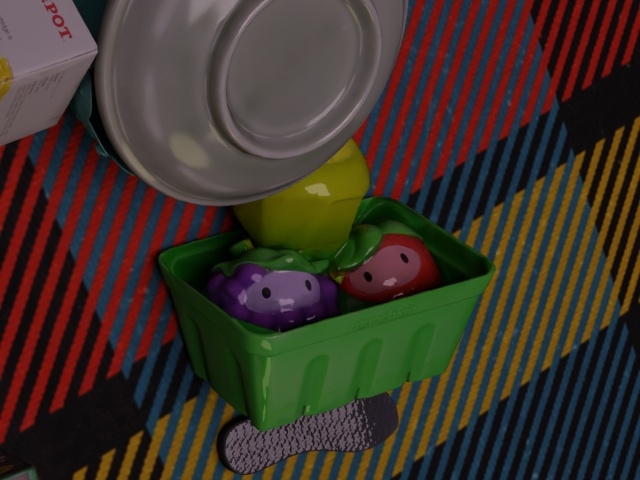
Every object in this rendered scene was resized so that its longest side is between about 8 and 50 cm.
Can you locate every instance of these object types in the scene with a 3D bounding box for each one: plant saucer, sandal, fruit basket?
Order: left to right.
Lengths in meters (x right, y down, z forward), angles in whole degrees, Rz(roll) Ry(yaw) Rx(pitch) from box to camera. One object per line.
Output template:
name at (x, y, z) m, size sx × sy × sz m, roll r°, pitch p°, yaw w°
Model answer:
plant saucer at (-0.046, -0.202, 1.779) m, size 0.400 × 0.100 × 0.400 m, roll -20°, pitch 128°, yaw -28°
sandal at (-0.018, 0.237, 2.163) m, size 0.254 × 0.054 × 0.097 m, roll -9°, pitch 94°, yaw -23°
fruit basket at (0.000, 0.000, 2.027) m, size 0.392 × 0.283 × 0.392 m, roll -19°, pitch 124°, yaw -29°

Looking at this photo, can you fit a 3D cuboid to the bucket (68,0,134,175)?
bucket at (-0.177, -0.222, 1.863) m, size 0.281 × 0.183 × 0.281 m, roll -20°, pitch 129°, yaw -27°

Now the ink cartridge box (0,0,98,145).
ink cartridge box at (-0.408, -0.195, 1.706) m, size 0.270 × 0.197 × 0.198 m, roll -24°, pitch 79°, yaw -29°

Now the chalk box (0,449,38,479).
chalk box at (-0.381, 0.316, 1.824) m, size 0.132 × 0.213 × 0.132 m, roll -17°, pitch 106°, yaw -31°
